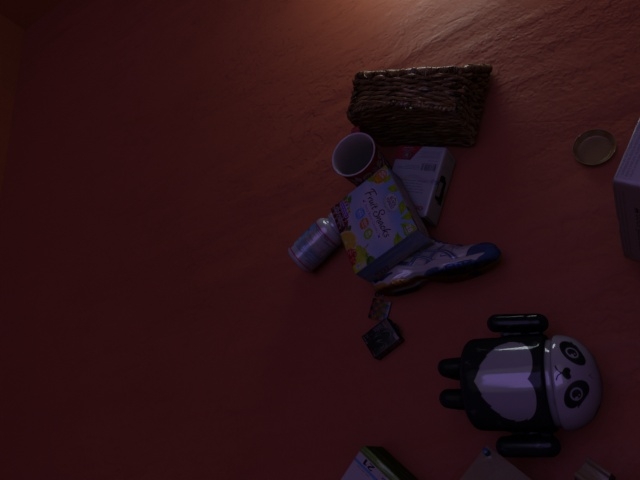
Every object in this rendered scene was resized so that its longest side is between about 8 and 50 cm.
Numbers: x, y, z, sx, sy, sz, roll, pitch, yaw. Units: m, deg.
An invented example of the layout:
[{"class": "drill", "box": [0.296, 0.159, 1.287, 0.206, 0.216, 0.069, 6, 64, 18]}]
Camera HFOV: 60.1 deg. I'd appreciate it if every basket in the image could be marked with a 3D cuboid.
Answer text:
[{"class": "basket", "box": [0.229, -0.368, 1.326, 0.299, 0.213, 0.223, 8, 76, 34]}]

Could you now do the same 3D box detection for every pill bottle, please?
[{"class": "pill bottle", "box": [0.000, 0.000, 1.401, 0.160, 0.087, 0.087, -44, 54, 10]}]

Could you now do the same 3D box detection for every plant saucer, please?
[{"class": "plant saucer", "box": [0.575, -0.194, 1.159, 0.083, 0.015, 0.084, -13, 64, 29]}]

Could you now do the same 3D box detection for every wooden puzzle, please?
[{"class": "wooden puzzle", "box": [0.140, 0.162, 1.296, 0.049, 0.006, 0.083, 9, 76, 35]}]

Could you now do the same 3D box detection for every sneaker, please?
[{"class": "sneaker", "box": [0.242, 0.030, 1.220, 0.296, 0.112, 0.131, -14, 63, 27]}]

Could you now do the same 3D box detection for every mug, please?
[{"class": "mug", "box": [0.124, -0.189, 1.348, 0.113, 0.169, 0.150, 15, 78, 36]}]

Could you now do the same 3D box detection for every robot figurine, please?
[{"class": "robot figurine", "box": [0.359, 0.260, 1.009, 0.278, 0.173, 0.209, -9, 107, 30]}]

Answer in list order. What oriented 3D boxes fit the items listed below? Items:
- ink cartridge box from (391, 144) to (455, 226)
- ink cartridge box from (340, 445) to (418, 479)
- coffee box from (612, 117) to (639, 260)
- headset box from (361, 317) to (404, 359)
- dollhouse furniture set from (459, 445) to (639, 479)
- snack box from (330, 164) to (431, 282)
[{"class": "ink cartridge box", "box": [0.231, -0.131, 1.316, 0.127, 0.072, 0.175, 11, 78, 36]}, {"class": "ink cartridge box", "box": [0.100, 0.573, 1.097, 0.188, 0.097, 0.255, 34, 90, 37]}, {"class": "coffee box", "box": [0.697, -0.126, 0.852, 0.334, 0.337, 0.338, 22, 82, 37]}, {"class": "headset box", "box": [0.145, 0.221, 1.253, 0.083, 0.032, 0.062, -41, 54, 14]}, {"class": "dollhouse furniture set", "box": [0.366, 0.477, 0.927, 0.286, 0.198, 0.303, -49, 42, -11]}, {"class": "snack box", "box": [0.130, -0.039, 1.247, 0.174, 0.070, 0.207, -37, 49, 22]}]
